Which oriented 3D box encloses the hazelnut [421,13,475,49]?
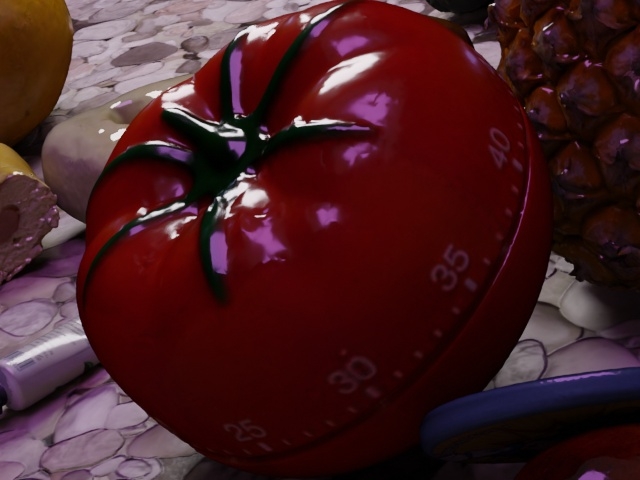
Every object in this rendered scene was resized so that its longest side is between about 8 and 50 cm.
[{"bbox_3d":[0.103,-0.177,1.602,0.170,0.160,0.202,9,-4,17],"label":"hazelnut"}]

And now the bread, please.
[{"bbox_3d":[-0.365,-0.032,1.587,0.134,0.085,0.173,-52,32,2],"label":"bread"}]

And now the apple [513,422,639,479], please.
[{"bbox_3d":[0.205,0.182,0.883,0.158,0.147,0.156,-23,8,-18],"label":"apple"}]

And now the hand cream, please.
[{"bbox_3d":[-0.227,0.097,1.350,0.080,0.050,0.234,13,34,42],"label":"hand cream"}]

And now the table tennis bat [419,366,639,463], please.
[{"bbox_3d":[0.231,0.113,0.970,0.329,0.215,0.044,-8,70,0],"label":"table tennis bat"}]

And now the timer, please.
[{"bbox_3d":[0.000,0.000,1.107,0.378,0.279,0.378,-31,36,26],"label":"timer"}]

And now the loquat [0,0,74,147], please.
[{"bbox_3d":[-0.474,-0.263,1.832,0.329,0.328,0.328,-11,28,6],"label":"loquat"}]

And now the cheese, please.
[{"bbox_3d":[-0.090,-0.098,1.548,0.328,0.129,0.351,-30,34,-31],"label":"cheese"}]

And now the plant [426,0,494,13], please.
[{"bbox_3d":[0.244,-0.393,1.926,0.256,0.141,0.164,-25,30,-27],"label":"plant"}]

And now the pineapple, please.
[{"bbox_3d":[0.306,-0.119,1.200,0.352,0.300,0.352,-8,15,2],"label":"pineapple"}]
